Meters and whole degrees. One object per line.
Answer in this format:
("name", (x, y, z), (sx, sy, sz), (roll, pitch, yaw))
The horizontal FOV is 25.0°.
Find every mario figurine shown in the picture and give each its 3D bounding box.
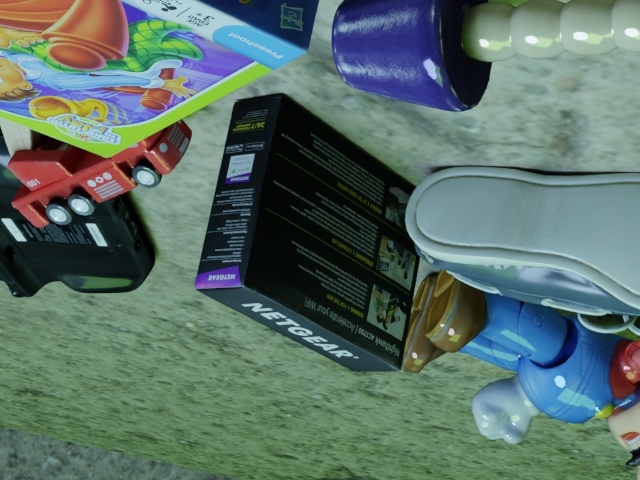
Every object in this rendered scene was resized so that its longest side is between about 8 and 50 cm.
("mario figurine", (0.223, 0.136, 1.171), (0.321, 0.170, 0.198), (21, -165, -6))

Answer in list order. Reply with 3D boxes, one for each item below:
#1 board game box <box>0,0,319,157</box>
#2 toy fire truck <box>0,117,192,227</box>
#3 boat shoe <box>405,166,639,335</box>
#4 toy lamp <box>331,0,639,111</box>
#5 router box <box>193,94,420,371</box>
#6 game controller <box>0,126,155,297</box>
("board game box", (-0.202, -0.159, 0.707), (0.347, 0.078, 0.233), (21, 159, -27))
("toy fire truck", (-0.195, -0.076, 0.970), (0.192, 0.047, 0.135), (-20, 125, 35))
("boat shoe", (0.182, 0.011, 0.958), (0.255, 0.095, 0.079), (5, 159, 22))
("toy lamp", (0.136, -0.101, 0.684), (0.275, 0.080, 0.080), (2, 159, 27))
("router box", (0.000, 0.000, 0.971), (0.046, 0.133, 0.179), (-5, 155, 38))
("game controller", (-0.235, -0.022, 1.183), (0.167, 0.067, 0.319), (-4, 161, 1))
